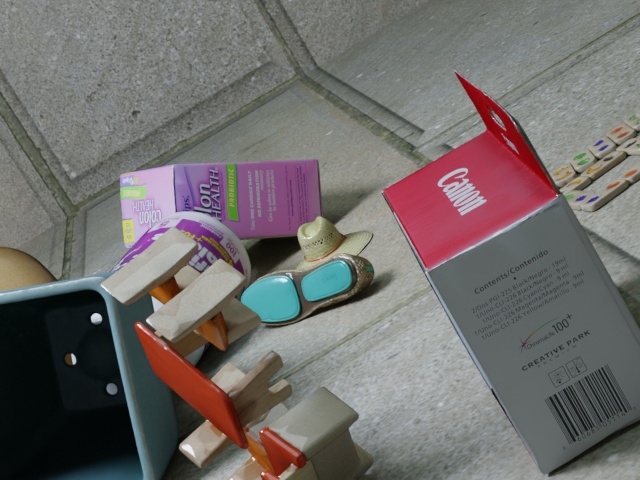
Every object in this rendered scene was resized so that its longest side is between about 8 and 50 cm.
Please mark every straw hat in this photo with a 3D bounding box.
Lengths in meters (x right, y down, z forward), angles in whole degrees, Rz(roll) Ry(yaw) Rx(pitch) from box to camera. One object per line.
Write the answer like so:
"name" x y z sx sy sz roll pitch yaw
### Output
"straw hat" 0.000 0.000 2.102 0.144 0.061 0.144 -30 14 8

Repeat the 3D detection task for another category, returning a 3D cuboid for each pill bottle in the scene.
"pill bottle" -0.215 0.091 2.007 0.169 0.169 0.301 -24 16 26

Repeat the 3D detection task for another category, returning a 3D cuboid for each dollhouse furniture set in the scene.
"dollhouse furniture set" -0.088 0.160 1.397 0.135 0.262 0.259 -39 47 -21

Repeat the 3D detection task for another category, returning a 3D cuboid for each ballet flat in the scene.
"ballet flat" -0.012 0.065 1.932 0.206 0.073 0.067 -15 -6 40

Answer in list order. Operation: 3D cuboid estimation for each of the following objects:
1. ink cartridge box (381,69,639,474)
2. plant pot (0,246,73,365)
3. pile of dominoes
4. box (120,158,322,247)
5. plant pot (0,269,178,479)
"ink cartridge box" 0.154 0.012 1.316 0.130 0.272 0.309 -30 14 3
"plant pot" -0.442 0.152 2.229 0.237 0.237 0.254 -37 31 -22
"pile of dominoes" 0.367 -0.123 1.816 0.251 0.040 0.196 -34 15 -15
"box" -0.153 -0.056 2.285 0.243 0.117 0.213 -5 1 -28
"plant pot" -0.290 0.157 1.736 0.247 0.248 0.252 -10 7 14
